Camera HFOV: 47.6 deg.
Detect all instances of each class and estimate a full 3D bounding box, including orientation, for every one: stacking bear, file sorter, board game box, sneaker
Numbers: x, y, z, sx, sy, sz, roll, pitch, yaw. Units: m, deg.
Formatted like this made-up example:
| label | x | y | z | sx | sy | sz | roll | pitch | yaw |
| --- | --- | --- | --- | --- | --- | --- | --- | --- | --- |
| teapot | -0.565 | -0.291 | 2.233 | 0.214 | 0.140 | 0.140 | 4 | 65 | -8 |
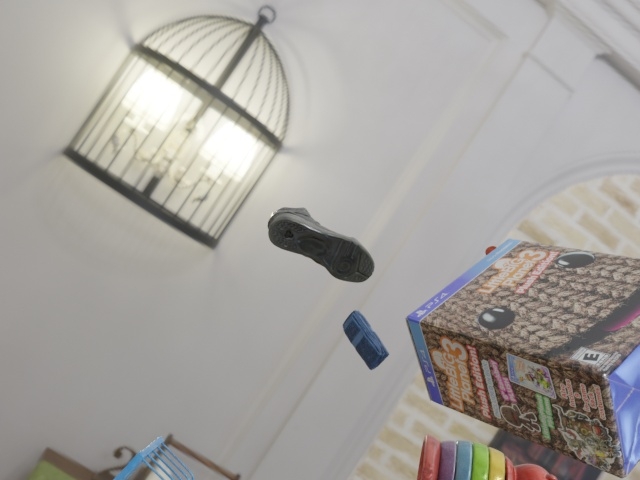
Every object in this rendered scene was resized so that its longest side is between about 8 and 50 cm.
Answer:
| label | x | y | z | sx | sy | sz | roll | pitch | yaw |
| --- | --- | --- | --- | --- | --- | --- | --- | --- | --- |
| stacking bear | 0.358 | 0.524 | 1.569 | 0.288 | 0.176 | 0.164 | 9 | 33 | 7 |
| file sorter | -0.289 | 0.417 | 1.211 | 0.104 | 0.118 | 0.170 | 43 | -6 | 4 |
| board game box | 0.301 | 0.126 | 0.921 | 0.291 | 0.232 | 0.141 | 11 | -54 | 51 |
| sneaker | 0.000 | 0.000 | 1.404 | 0.227 | 0.087 | 0.130 | 24 | 16 | -16 |

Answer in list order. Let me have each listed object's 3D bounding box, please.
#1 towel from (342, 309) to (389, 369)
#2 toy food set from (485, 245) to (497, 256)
| label | x | y | z | sx | sy | sz | roll | pitch | yaw |
| --- | --- | --- | --- | --- | --- | --- | --- | --- | --- |
| towel | 0.091 | 0.211 | 1.531 | 0.029 | 0.067 | 0.119 | -11 | 55 | -42 |
| toy food set | 0.404 | 0.080 | 1.299 | 0.232 | 0.111 | 0.104 | 45 | -10 | 46 |
